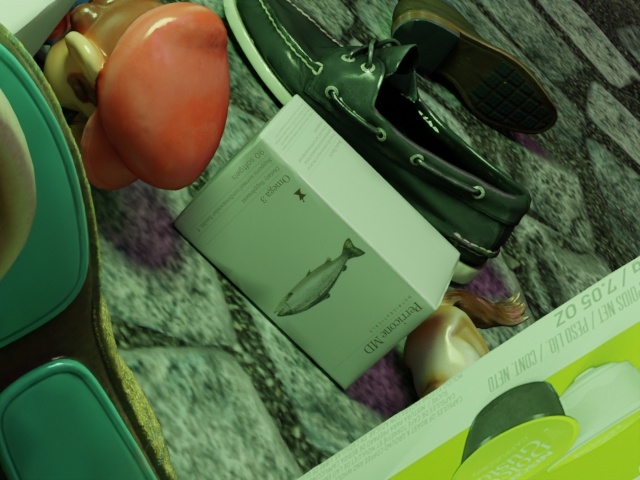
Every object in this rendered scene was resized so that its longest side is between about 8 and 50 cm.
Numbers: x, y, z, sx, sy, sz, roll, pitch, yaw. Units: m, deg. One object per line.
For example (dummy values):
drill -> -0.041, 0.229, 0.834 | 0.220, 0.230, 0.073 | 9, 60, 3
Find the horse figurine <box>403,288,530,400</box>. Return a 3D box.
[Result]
horse figurine -> 0.121, 0.120, 1.352 | 0.174, 0.066, 0.263 | 40, 28, -28

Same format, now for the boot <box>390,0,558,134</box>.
boot -> 0.167, -0.202, 1.865 | 0.219, 0.082, 0.106 | 32, 32, -25

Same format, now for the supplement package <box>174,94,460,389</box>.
supplement package -> 0.000, 0.000, 1.288 | 0.179, 0.105, 0.105 | 44, 25, -5

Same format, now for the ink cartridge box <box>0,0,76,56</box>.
ink cartridge box -> -0.344, -0.189, 0.919 | 0.384, 0.160, 0.279 | 45, 36, -7

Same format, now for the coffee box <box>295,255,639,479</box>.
coffee box -> 0.176, 0.273, 0.860 | 0.338, 0.338, 0.334 | 40, 25, -31

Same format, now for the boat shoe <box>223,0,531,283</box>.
boat shoe -> 0.056, -0.122, 1.540 | 0.340, 0.113, 0.127 | 51, 26, 9

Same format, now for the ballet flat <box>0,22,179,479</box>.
ballet flat -> -0.159, 0.036, 0.842 | 0.123, 0.123, 0.348 | -87, 163, -57

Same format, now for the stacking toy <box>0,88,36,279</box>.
stacking toy -> -0.267, 0.155, 0.530 | 0.350, 0.350, 0.480 | 22, 54, -42

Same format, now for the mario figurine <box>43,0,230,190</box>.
mario figurine -> -0.197, -0.144, 1.218 | 0.320, 0.198, 0.170 | 48, -20, 20
